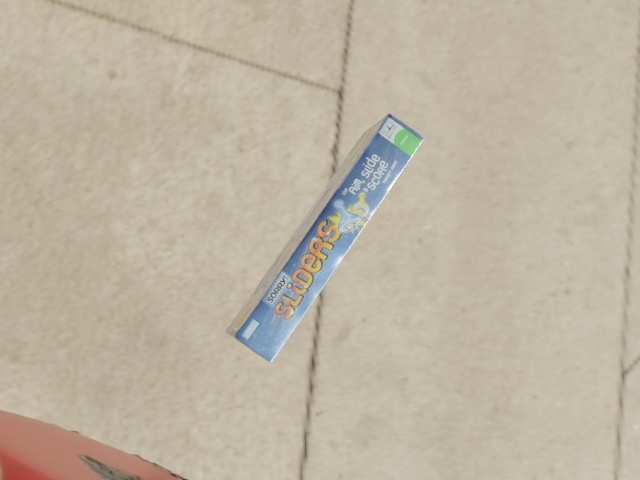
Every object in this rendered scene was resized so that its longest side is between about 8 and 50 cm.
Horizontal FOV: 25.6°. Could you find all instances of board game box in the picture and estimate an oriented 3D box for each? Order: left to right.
[{"bbox_3d":[0.000,0.000,1.089,0.035,0.136,0.201,35,84,-5],"label":"board game box"}]

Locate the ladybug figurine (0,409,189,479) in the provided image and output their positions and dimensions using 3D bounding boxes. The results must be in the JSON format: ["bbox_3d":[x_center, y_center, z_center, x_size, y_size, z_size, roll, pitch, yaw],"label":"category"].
[{"bbox_3d":[-0.122,0.211,0.774,0.449,0.305,0.162,30,89,-41],"label":"ladybug figurine"}]
